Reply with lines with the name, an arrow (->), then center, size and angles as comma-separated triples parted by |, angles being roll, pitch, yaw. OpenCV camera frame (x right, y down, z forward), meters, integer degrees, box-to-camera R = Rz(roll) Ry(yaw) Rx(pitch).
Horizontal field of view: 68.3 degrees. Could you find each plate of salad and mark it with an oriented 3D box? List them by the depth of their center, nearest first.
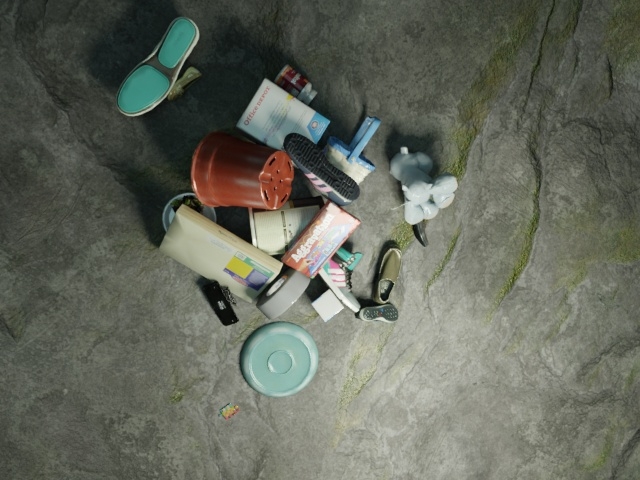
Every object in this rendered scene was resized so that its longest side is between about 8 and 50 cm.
plate of salad -> -0.493, -0.080, 1.771 | 0.200, 0.048, 0.199 | -1, 96, -8

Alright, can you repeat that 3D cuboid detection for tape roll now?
tape roll -> -0.141, 0.192, 1.768 | 0.219, 0.219, 0.072 | -45, 100, -2

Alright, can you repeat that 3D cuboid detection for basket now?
basket -> 0.119, -0.329, 1.738 | 0.201, 0.255, 0.289 | 36, 101, -8

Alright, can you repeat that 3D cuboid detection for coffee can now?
coffee can -> -0.121, -0.052, 1.754 | 0.276, 0.201, 0.201 | -7, 97, -8

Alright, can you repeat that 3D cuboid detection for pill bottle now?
pill bottle -> -0.090, -0.578, 1.763 | 0.152, 0.086, 0.086 | 36, 89, -11

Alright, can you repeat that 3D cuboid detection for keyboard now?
keyboard -> -0.369, 0.239, 1.824 | 0.100, 0.038, 0.192 | -18, 112, 15

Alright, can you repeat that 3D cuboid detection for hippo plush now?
hippo plush -> 0.352, -0.218, 1.826 | 0.294, 0.234, 0.236 | -9, 53, -23

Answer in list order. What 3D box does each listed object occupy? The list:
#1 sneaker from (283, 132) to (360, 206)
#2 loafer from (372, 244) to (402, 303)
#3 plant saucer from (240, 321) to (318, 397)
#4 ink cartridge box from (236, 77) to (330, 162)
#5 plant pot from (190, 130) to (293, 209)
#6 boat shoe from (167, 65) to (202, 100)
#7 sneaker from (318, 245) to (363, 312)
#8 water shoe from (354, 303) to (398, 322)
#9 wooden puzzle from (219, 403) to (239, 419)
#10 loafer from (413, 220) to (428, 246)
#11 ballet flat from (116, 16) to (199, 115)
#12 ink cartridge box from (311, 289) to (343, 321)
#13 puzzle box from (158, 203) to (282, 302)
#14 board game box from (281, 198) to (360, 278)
sneaker -> -0.018, -0.228, 1.623 | 0.319, 0.131, 0.112 | 43, 60, -9
loafer -> 0.279, 0.142, 1.896 | 0.095, 0.087, 0.251 | 11, 94, -10
plant saucer -> -0.161, 0.484, 1.886 | 0.318, 0.044, 0.317 | -1, 97, -9
ink cartridge box -> -0.142, -0.415, 1.715 | 0.270, 0.197, 0.198 | 31, 91, -11
plant pot -> -0.254, -0.225, 1.627 | 0.265, 0.272, 0.272 | 14, 94, 26
boat shoe -> -0.496, -0.563, 1.717 | 0.048, 0.056, 0.153 | 39, 82, -6
sneaker -> 0.106, 0.124, 1.848 | 0.178, 0.124, 0.295 | -37, 93, 4
water shoe -> 0.228, 0.293, 1.917 | 0.203, 0.080, 0.072 | 10, 81, -35
wooden puzzle -> -0.369, 0.686, 1.892 | 0.083, 0.006, 0.049 | -34, 100, -4
loafer -> 0.407, -0.056, 1.911 | 0.061, 0.062, 0.170 | -26, 101, -10
ballet flat -> -0.564, -0.603, 1.666 | 0.139, 0.139, 0.400 | 37, 94, -11
ink cartridge box -> 0.029, 0.255, 1.849 | 0.092, 0.143, 0.090 | -38, 83, -3
puzzle box -> -0.368, 0.060, 1.714 | 0.409, 0.272, 0.052 | 32, 48, -11
board game box -> 0.000, 0.000, 1.676 | 0.145, 0.027, 0.281 | 31, 109, -25
